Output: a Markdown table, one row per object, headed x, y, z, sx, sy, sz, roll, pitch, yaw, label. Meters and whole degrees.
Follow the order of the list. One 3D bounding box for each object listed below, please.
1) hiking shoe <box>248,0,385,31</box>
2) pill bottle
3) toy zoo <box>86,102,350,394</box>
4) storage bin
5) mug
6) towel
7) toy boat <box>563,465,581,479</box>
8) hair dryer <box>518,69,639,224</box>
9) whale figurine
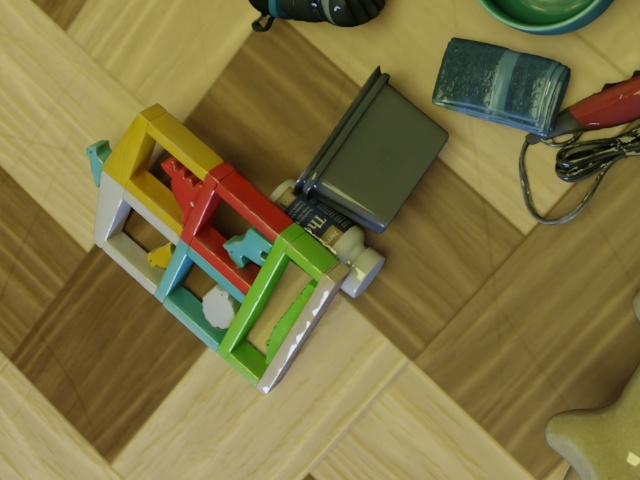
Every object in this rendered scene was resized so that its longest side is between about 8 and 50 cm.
| x | y | z | sx | sy | sz | roll | pitch | yaw | label |
| --- | --- | --- | --- | --- | --- | --- | --- | --- | --- |
| -0.011 | -0.345 | 0.966 | 0.132 | 0.113 | 0.304 | 5 | 92 | 31 | hiking shoe |
| 0.000 | 0.000 | 1.030 | 0.120 | 0.067 | 0.067 | 37 | 108 | 12 | pill bottle |
| -0.122 | -0.001 | 1.054 | 0.293 | 0.030 | 0.192 | 41 | 134 | 10 | toy zoo |
| 0.049 | -0.073 | 0.988 | 0.091 | 0.098 | 0.135 | 36 | 82 | 2 | storage bin |
| 0.191 | -0.252 | 0.909 | 0.129 | 0.097 | 0.158 | -10 | 92 | 23 | mug |
| 0.159 | -0.139 | 0.960 | 0.119 | 0.029 | 0.067 | 21 | 102 | 30 | towel |
| 0.257 | 0.322 | 0.947 | 0.318 | 0.148 | 0.268 | -31 | 72 | 17 | toy boat |
| 0.293 | -0.132 | 0.898 | 0.223 | 0.080 | 0.294 | 17 | 102 | 18 | hair dryer |
| 0.323 | 0.130 | 0.871 | 0.272 | 0.141 | 0.216 | -34 | 61 | 5 | whale figurine |
